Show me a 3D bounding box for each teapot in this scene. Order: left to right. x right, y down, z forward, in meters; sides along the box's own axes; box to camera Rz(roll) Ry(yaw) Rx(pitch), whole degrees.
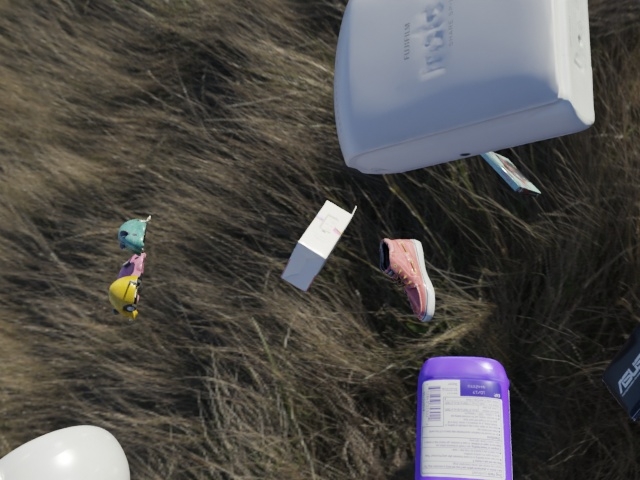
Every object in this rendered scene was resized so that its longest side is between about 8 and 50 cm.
[{"bbox_3d":[-0.410,0.433,0.948,0.187,0.256,0.252,50,136,30],"label":"teapot"}]

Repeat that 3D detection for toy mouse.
[{"bbox_3d":[-0.220,0.026,0.690,0.161,0.031,0.143,115,157,-52],"label":"toy mouse"}]

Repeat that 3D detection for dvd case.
[{"bbox_3d":[0.308,-0.107,0.966,0.013,0.119,0.087,-48,63,25],"label":"dvd case"}]

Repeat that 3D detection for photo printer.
[{"bbox_3d":[0.143,-0.216,0.693,0.307,0.107,0.256,-8,75,43],"label":"photo printer"}]

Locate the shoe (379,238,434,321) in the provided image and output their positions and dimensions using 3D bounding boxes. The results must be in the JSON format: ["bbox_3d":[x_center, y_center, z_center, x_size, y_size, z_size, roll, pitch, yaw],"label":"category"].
[{"bbox_3d":[0.165,0.075,1.167,0.063,0.081,0.178,121,148,-53],"label":"shoe"}]

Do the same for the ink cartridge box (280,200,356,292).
[{"bbox_3d":[0.000,0.000,1.249,0.067,0.198,0.115,31,132,3],"label":"ink cartridge box"}]

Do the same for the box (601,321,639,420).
[{"bbox_3d":[0.626,0.090,0.817,0.097,0.318,0.395,-107,28,-54],"label":"box"}]

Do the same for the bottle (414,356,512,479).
[{"bbox_3d":[0.175,0.287,0.729,0.118,0.092,0.283,-3,61,17],"label":"bottle"}]
